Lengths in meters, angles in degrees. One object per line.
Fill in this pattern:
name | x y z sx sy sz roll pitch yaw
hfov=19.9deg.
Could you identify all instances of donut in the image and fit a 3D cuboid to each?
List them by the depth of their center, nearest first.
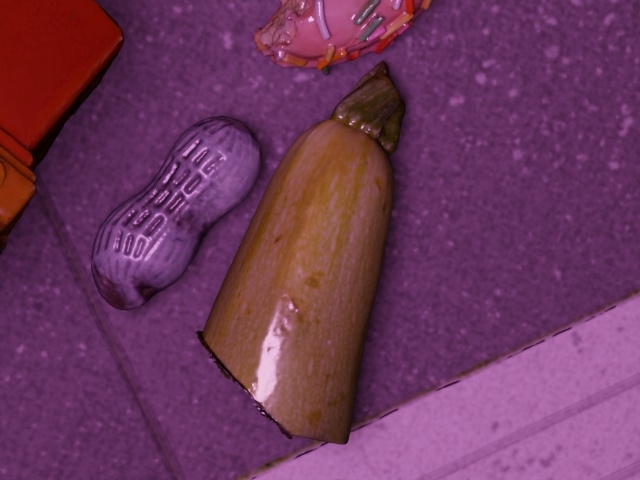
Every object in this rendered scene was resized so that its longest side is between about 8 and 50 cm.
donut | 0.010 -0.247 1.328 0.199 0.085 0.233 -29 102 -4

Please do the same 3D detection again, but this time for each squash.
squash | -0.013 -0.002 1.349 0.137 0.137 0.287 12 90 -9

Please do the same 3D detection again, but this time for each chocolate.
chocolate | -0.109 -0.021 1.351 0.072 0.072 0.167 40 92 -11

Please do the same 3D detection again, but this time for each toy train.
toy train | -0.254 -0.064 1.192 0.163 0.369 0.231 42 71 -5
